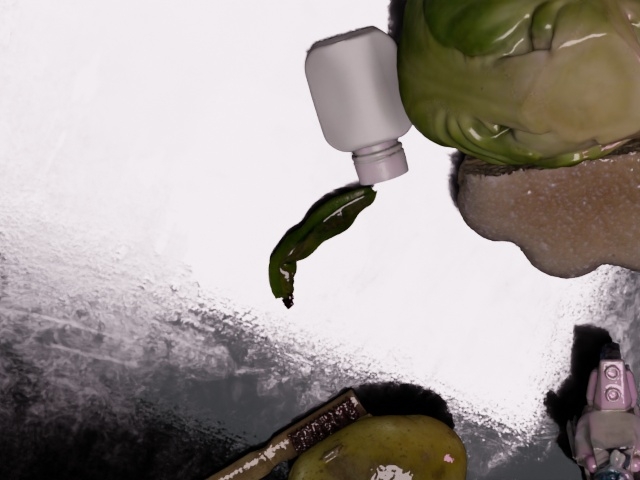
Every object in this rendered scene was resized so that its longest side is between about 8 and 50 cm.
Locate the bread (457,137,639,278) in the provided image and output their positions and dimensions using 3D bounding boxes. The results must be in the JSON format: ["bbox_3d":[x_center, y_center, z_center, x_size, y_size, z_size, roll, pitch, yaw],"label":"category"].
[{"bbox_3d":[0.340,-0.046,1.618,0.337,0.102,0.183,-6,122,17],"label":"bread"}]

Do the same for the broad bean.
[{"bbox_3d":[-0.008,-0.002,1.674,0.061,0.046,0.195,32,105,-19],"label":"broad bean"}]

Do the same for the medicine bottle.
[{"bbox_3d":[0.055,-0.164,1.629,0.119,0.069,0.183,-17,100,2],"label":"medicine bottle"}]

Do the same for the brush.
[{"bbox_3d":[-0.053,0.277,1.737,0.248,0.036,0.043,-31,96,5],"label":"brush"}]

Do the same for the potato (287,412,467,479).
[{"bbox_3d":[0.072,0.319,1.691,0.228,0.148,0.197,1,97,-6],"label":"potato"}]

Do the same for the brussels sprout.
[{"bbox_3d":[0.246,-0.215,1.472,0.289,0.354,0.281,3,112,-12],"label":"brussels sprout"}]

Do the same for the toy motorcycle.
[{"bbox_3d":[0.371,0.264,1.656,0.108,0.204,0.239,-17,98,14],"label":"toy motorcycle"}]
